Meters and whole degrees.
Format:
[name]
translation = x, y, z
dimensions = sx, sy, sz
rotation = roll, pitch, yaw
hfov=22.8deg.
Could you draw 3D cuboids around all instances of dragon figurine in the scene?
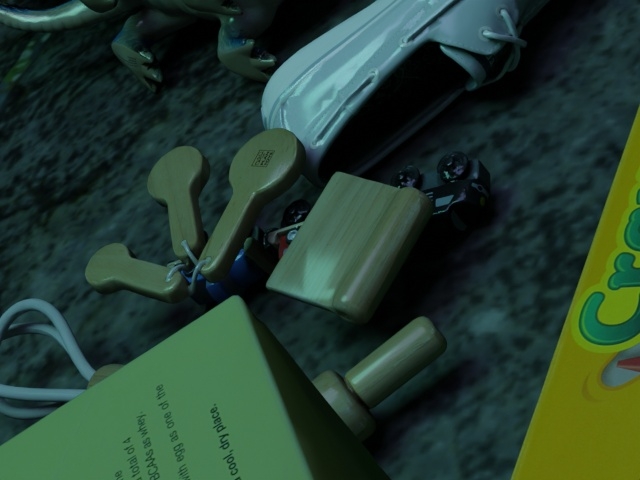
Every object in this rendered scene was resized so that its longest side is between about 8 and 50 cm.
[dragon figurine]
translation = -0.058, -0.161, 0.854
dimensions = 0.289, 0.085, 0.144
rotation = 1, 50, 40

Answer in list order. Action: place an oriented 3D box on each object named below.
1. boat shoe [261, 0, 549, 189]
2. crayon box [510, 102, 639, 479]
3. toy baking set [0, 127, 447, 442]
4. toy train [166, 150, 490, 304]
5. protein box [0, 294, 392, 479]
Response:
[boat shoe]
translation = 0.057, -0.090, 0.702
dimensions = 0.184, 0.066, 0.063
rotation = -33, 50, 2
[crayon box]
translation = 0.175, 0.003, 0.479
dimensions = 0.165, 0.081, 0.278
rotation = -4, 47, 37
[toy baking set]
translation = -0.065, 0.055, 0.655
dimensions = 0.256, 0.030, 0.197
rotation = -42, 41, -1
[toy train]
translation = 0.000, 0.000, 0.679
dimensions = 0.158, 0.027, 0.036
rotation = -16, 51, 27
[protein box]
translation = -0.050, 0.164, 0.445
dimensions = 0.201, 0.136, 0.200
rotation = -33, 37, 5
